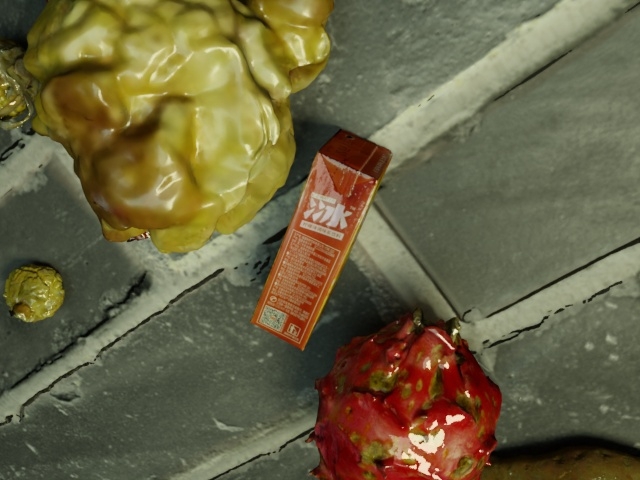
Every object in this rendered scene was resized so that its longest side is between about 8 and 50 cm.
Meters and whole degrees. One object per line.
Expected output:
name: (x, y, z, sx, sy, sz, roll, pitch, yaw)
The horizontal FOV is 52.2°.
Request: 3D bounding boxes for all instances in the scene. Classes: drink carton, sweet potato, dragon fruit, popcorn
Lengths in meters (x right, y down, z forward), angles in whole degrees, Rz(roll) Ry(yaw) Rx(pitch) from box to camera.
drink carton: (0.000, 0.000, 0.712, 0.071, 0.096, 0.223, 26, 117, 4)
sweet potato: (0.282, 0.279, 0.768, 0.269, 0.075, 0.074, -7, 111, 22)
dragon fruit: (0.095, 0.182, 0.711, 0.205, 0.210, 0.268, 31, 125, 33)
popcorn: (-0.131, -0.151, 0.629, 0.265, 0.225, 0.332, 37, 96, -15)
popcorn: (-0.386, 0.077, 0.865, 0.084, 0.084, 0.084, 6, 114, 13)

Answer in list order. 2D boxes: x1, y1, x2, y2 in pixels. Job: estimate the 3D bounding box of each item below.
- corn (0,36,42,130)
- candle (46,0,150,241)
corn: (-0.454, -0.169, 0.770, 0.293, 0.106, 0.106, -5, 111, 23)
candle: (-0.245, -0.154, 0.744, 0.051, 0.048, 0.329, -20, 111, -21)
